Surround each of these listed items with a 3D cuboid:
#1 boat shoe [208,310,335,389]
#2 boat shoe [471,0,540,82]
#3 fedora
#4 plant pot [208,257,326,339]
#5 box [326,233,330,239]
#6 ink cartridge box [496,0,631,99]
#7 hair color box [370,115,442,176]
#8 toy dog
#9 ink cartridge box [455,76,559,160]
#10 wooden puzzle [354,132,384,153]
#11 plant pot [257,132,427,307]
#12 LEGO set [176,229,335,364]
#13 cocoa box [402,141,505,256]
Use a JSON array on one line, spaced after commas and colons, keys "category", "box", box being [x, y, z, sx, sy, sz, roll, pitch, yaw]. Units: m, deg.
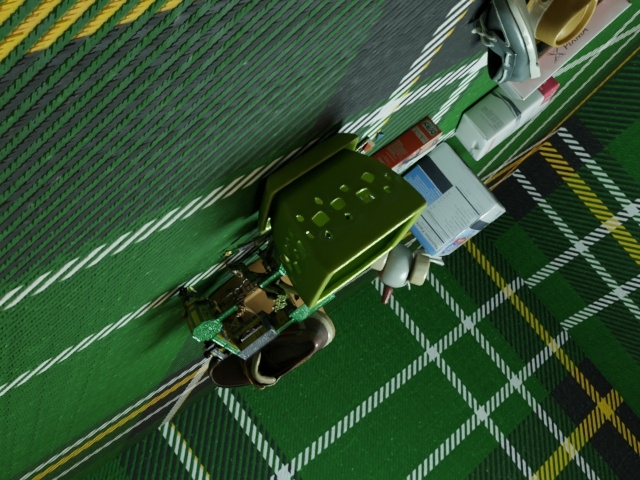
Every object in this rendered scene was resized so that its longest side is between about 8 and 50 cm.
[{"category": "boat shoe", "box": [-0.129, 0.261, 1.675, 0.342, 0.123, 0.123, -23, -166, 26]}, {"category": "boat shoe", "box": [0.314, -0.347, 1.297, 0.099, 0.116, 0.319, -11, 168, 19]}, {"category": "fedora", "box": [0.455, -0.428, 1.417, 0.194, 0.079, 0.194, -35, 155, -19]}, {"category": "plant pot", "box": [-0.121, 0.177, 1.846, 0.291, 0.203, 0.291, -36, 170, -8]}, {"category": "box", "box": [0.000, 0.000, 1.814, 0.052, 0.083, 0.062, -41, 170, 22]}, {"category": "ink cartridge box", "box": [0.523, -0.422, 1.605, 0.296, 0.066, 0.261, -42, -174, 11]}, {"category": "hair color box", "box": [0.185, -0.196, 1.683, 0.167, 0.053, 0.093, -37, 169, -11]}, {"category": "toy dog", "box": [0.198, 0.082, 2.094, 0.160, 0.220, 0.334, -68, 163, 6]}, {"category": "ink cartridge box", "box": [0.473, -0.332, 1.941, 0.237, 0.100, 0.172, -38, 170, -5]}, {"category": "wooden puzzle", "box": [0.078, -0.175, 1.511, 0.116, 0.014, 0.078, -41, 170, 14]}, {"category": "plant pot", "box": [0.019, -0.045, 1.339, 0.228, 0.207, 0.227, -34, 169, -19]}, {"category": "LEGO set", "box": [-0.145, 0.082, 1.582, 0.331, 0.192, 0.255, -43, 140, 12]}, {"category": "cocoa box", "box": [0.358, -0.107, 2.155, 0.228, 0.231, 0.347, -40, 169, 13]}]
